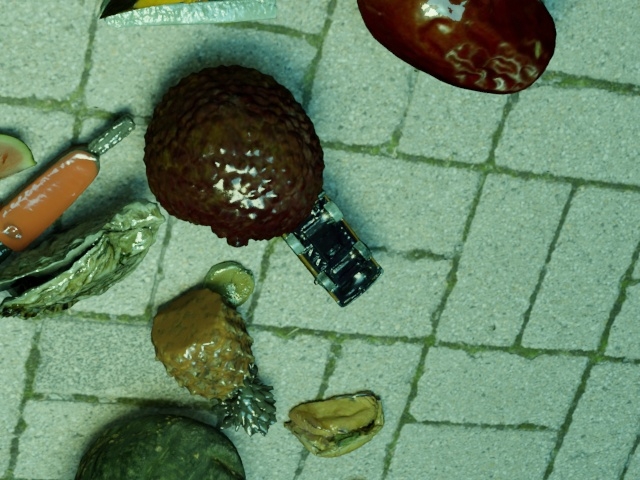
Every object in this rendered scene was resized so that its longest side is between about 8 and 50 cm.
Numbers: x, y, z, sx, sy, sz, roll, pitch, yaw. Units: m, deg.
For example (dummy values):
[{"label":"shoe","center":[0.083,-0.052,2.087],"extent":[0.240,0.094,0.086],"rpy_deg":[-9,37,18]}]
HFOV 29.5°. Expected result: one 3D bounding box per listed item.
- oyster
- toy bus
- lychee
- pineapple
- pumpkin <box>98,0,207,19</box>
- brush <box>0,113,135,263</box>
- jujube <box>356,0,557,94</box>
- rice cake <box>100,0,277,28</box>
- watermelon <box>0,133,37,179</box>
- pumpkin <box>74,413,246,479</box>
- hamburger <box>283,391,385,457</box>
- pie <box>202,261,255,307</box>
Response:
[{"label":"oyster","center":[-0.357,0.030,1.766],"extent":[0.268,0.198,0.112],"rpy_deg":[-25,84,-17]},{"label":"toy bus","center":[0.000,0.000,1.880],"extent":[0.098,0.114,0.201],"rpy_deg":[-41,127,-3]},{"label":"lychee","center":[-0.117,-0.118,1.713],"extent":[0.261,0.260,0.260],"rpy_deg":[-7,119,-13]},{"label":"pineapple","center":[-0.149,0.205,1.941],"extent":[0.158,0.158,0.278],"rpy_deg":[-33,130,2]},{"label":"pumpkin","center":[-0.181,-0.376,1.607],"extent":[0.248,0.131,0.126],"rpy_deg":[-21,112,-23]},{"label":"brush","center":[-0.390,-0.073,1.770],"extent":[0.323,0.051,0.070],"rpy_deg":[-39,115,9]},{"label":"jujube","center":[0.194,-0.325,1.716],"extent":[0.318,0.223,0.223],"rpy_deg":[25,108,-38]},{"label":"rice cake","center":[-0.182,-0.322,1.699],"extent":[0.245,0.045,0.042],"rpy_deg":[-5,118,-15]},{"label":"watermelon","center":[-0.477,-0.093,1.721],"extent":[0.163,0.087,0.069],"rpy_deg":[-24,152,-2]},{"label":"pumpkin","center":[-0.264,0.433,1.955],"extent":[0.292,0.257,0.327],"rpy_deg":[9,113,27]},{"label":"hamburger","center":[0.032,0.332,2.088],"extent":[0.176,0.102,0.087],"rpy_deg":[-6,131,-14]},{"label":"pie","center":[-0.146,0.071,1.937],"extent":[0.084,0.020,0.084],"rpy_deg":[-6,118,-12]}]
